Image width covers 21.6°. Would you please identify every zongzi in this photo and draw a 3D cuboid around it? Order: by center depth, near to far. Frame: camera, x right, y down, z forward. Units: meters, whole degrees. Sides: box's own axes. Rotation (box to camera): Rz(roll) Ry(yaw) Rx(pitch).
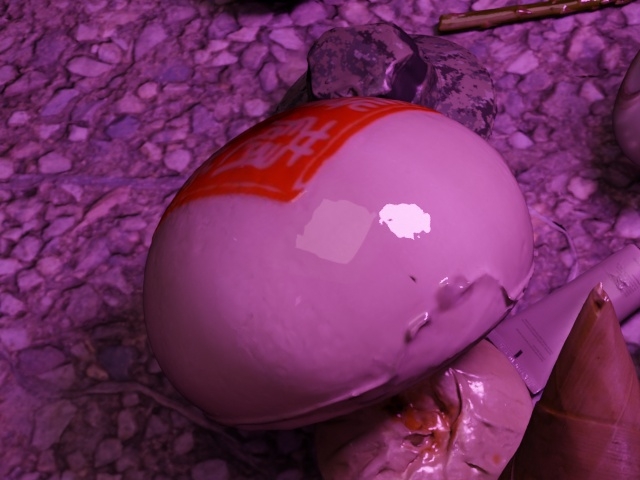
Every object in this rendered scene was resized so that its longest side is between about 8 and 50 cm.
[{"bbox_3d":[0.267,0.225,1.371,0.145,0.300,0.274,-17,47,-37],"label":"zongzi"}]

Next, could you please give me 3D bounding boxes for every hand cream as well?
[{"bbox_3d":[0.258,0.067,1.638,0.186,0.054,0.087,-34,58,-4],"label":"hand cream"}]

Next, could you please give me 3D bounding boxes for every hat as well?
[{"bbox_3d":[0.054,-0.163,1.807,0.265,0.128,0.265,-9,53,12],"label":"hat"}]

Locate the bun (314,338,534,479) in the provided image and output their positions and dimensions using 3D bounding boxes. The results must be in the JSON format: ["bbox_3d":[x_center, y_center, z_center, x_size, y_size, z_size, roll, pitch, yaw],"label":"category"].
[{"bbox_3d":[0.094,0.169,1.551,0.222,0.127,0.222,-6,51,7],"label":"bun"}]

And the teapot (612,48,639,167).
[{"bbox_3d":[0.383,-0.115,1.641,0.149,0.220,0.318,32,49,-10],"label":"teapot"}]

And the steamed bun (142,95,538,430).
[{"bbox_3d":[0.000,0.000,1.549,0.374,0.241,0.374,-27,14,7],"label":"steamed bun"}]

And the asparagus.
[{"bbox_3d":[0.255,-0.263,1.894,0.248,0.025,0.024,-9,10,7],"label":"asparagus"}]

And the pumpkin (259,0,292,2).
[{"bbox_3d":[-0.040,-0.373,1.974,0.202,0.140,0.202,-7,50,8],"label":"pumpkin"}]
